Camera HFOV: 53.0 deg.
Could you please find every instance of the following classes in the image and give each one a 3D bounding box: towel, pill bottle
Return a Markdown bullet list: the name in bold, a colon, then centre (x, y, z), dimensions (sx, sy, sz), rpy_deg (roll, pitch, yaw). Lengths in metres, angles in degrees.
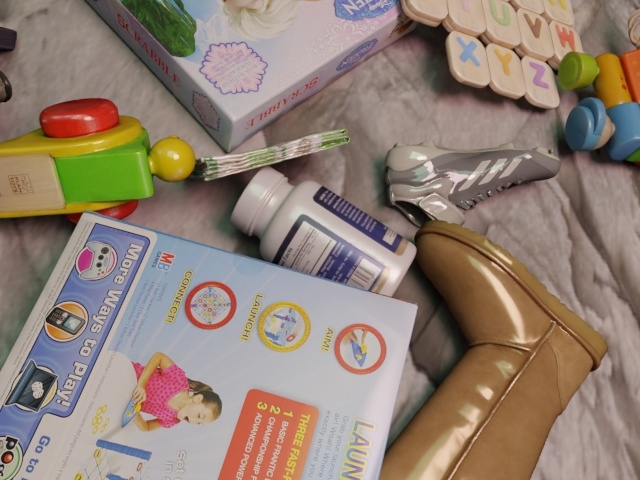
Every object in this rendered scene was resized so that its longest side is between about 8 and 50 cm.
- **towel**: centre (-0.059, -0.091, 0.651), dimensions (0.152, 0.113, 0.023), rpy_deg (-18, 104, -20)
- **pill bottle**: centre (0.000, 0.000, 0.631), dimensions (0.169, 0.094, 0.094), rpy_deg (33, 64, 2)

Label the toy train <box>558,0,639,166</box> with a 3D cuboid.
- **toy train**: centre (0.362, -0.213, 0.800), dimensions (0.143, 0.105, 0.248), rpy_deg (1, 67, -12)

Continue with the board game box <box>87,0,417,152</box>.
- **board game box**: centre (-0.088, -0.308, 0.759), dimensions (0.319, 0.066, 0.318), rpy_deg (-40, 80, -25)

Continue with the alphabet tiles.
- **alphabet tiles**: centre (0.219, -0.302, 0.812), dimensions (0.284, 0.021, 0.278), rpy_deg (9, 65, -26)

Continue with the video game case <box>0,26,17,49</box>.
- **video game case**: centre (-0.454, -0.224, 0.584), dimensions (0.274, 0.196, 0.026), rpy_deg (14, 103, -7)

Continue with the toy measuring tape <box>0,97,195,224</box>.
- **toy measuring tape**: centre (-0.278, -0.071, 0.608), dimensions (0.330, 0.121, 0.121), rpy_deg (-3, 67, 5)

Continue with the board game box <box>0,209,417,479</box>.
- **board game box**: centre (-0.106, 0.160, 0.514), dimensions (0.302, 0.086, 0.308), rpy_deg (16, 64, 6)

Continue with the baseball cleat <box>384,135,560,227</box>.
- **baseball cleat**: centre (0.171, -0.057, 0.720), dimensions (0.206, 0.072, 0.109), rpy_deg (1, 81, -7)

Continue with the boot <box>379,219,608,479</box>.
- **boot**: centre (0.121, 0.138, 0.605), dimensions (0.236, 0.089, 0.269), rpy_deg (38, 68, 12)

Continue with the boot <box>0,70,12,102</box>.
- **boot**: centre (-0.329, -0.119, 0.541), dimensions (0.247, 0.083, 0.161), rpy_deg (12, 31, 27)
